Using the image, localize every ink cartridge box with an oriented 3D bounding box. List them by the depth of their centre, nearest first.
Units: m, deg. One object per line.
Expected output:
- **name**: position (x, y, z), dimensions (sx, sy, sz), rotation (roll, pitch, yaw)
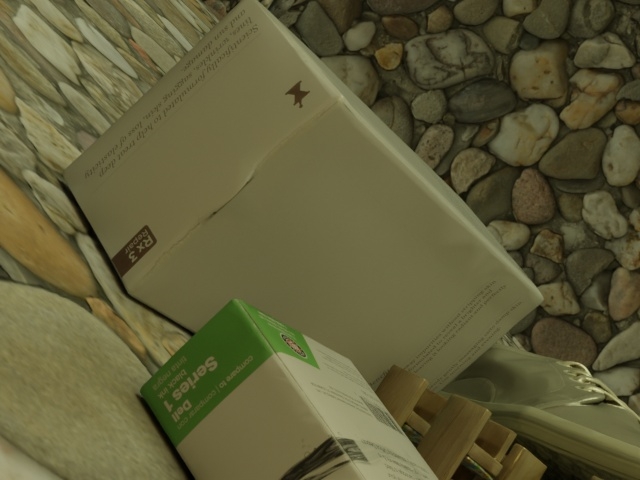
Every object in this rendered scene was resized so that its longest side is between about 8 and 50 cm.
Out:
- **ink cartridge box**: position (0.010, 0.158, 0.828), dimensions (0.219, 0.092, 0.160), rotation (53, 10, 34)

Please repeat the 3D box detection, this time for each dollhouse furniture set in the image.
- **dollhouse furniture set**: position (0.144, 0.250, 1.106), dimensions (0.212, 0.161, 0.242), rotation (41, -12, -37)

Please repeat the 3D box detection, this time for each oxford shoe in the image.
- **oxford shoe**: position (0.238, 0.180, 1.292), dimensions (0.169, 0.130, 0.449), rotation (48, -14, -18)

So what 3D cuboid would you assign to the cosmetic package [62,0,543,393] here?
- **cosmetic package**: position (0.000, 0.000, 1.134), dimensions (0.385, 0.217, 0.156), rotation (41, 10, -49)
